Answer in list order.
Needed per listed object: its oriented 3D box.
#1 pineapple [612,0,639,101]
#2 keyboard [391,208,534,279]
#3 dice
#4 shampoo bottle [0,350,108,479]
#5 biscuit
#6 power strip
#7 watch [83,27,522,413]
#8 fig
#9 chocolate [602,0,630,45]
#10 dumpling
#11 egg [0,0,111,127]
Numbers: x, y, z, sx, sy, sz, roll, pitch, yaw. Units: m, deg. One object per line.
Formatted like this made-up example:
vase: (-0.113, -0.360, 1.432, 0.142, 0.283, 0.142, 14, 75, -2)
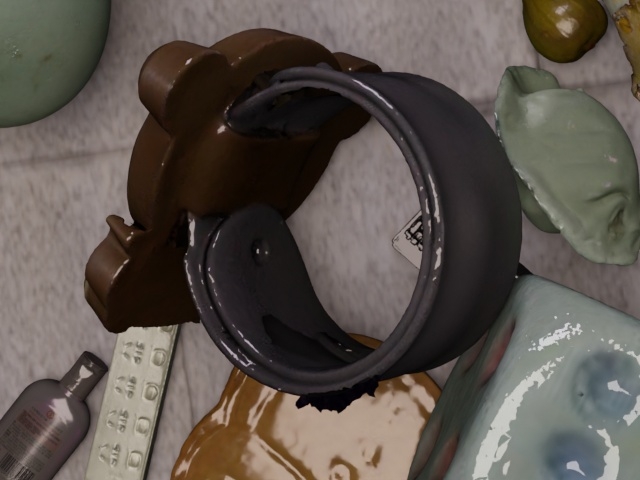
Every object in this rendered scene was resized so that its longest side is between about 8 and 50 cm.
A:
pineapple: (0.437, -0.201, 1.539, 0.272, 0.262, 0.262, -31, 87, -23)
keyboard: (0.164, 0.042, 1.750, 0.196, 0.015, 0.074, 42, 97, 5)
dice: (0.240, 0.198, 1.598, 0.265, 0.262, 0.268, 27, 89, -4)
shampoo bottle: (-0.276, 0.184, 1.812, 0.080, 0.040, 0.165, 39, 97, 7)
biscuit: (0.000, 0.267, 1.765, 0.312, 0.057, 0.351, 36, 97, 7)
power strip: (-0.189, 0.166, 1.803, 0.060, 0.027, 0.252, 14, 94, 8)
watch: (0.000, 0.000, 1.610, 0.327, 0.314, 0.335, 38, 112, 28)
fig: (0.227, -0.211, 1.703, 0.088, 0.074, 0.074, 43, 98, 20)
chocolate: (0.306, -0.244, 1.677, 0.110, 0.110, 0.291, -29, 85, 9)
dumpling: (0.220, -0.064, 1.680, 0.153, 0.108, 0.219, -21, 74, -28)
egg: (-0.355, -0.284, 1.687, 0.276, 0.276, 0.389, -35, 83, 9)
